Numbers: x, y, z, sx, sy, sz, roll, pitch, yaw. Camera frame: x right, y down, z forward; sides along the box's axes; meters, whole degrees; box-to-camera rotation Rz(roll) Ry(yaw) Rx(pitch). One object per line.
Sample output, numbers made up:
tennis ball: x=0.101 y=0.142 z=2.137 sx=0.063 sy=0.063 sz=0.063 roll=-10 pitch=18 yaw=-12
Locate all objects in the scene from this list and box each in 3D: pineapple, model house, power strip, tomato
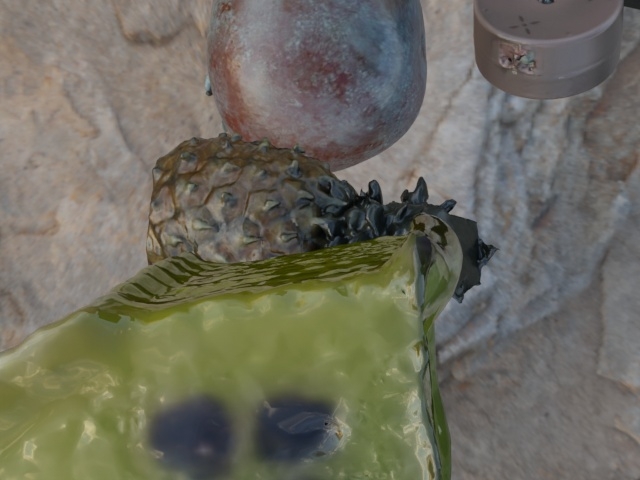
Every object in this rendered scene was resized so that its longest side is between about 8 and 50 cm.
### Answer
pineapple: x=0.000 y=0.000 z=0.904 sx=0.278 sy=0.158 sz=0.158 roll=11 pitch=97 yaw=21
model house: x=-0.054 y=0.077 z=0.484 sx=0.234 sy=0.193 sz=0.175 roll=0 pitch=96 yaw=5
power strip: x=0.231 y=-0.216 z=1.134 sx=0.154 sy=0.154 sz=0.078 roll=-14 pitch=138 yaw=-3
tomato: x=-0.010 y=-0.236 z=1.393 sx=0.282 sy=0.316 sz=0.317 roll=-3 pitch=98 yaw=15

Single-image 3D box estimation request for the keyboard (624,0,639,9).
keyboard: x=0.342 y=-0.300 z=1.308 sx=0.381 sy=0.103 sz=0.041 roll=5 pitch=75 yaw=-7
